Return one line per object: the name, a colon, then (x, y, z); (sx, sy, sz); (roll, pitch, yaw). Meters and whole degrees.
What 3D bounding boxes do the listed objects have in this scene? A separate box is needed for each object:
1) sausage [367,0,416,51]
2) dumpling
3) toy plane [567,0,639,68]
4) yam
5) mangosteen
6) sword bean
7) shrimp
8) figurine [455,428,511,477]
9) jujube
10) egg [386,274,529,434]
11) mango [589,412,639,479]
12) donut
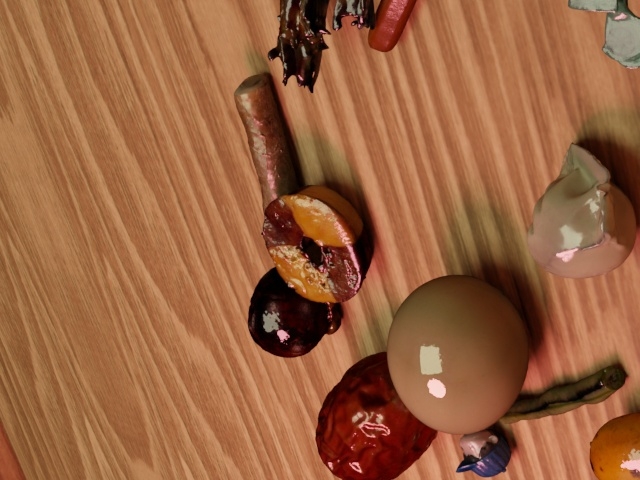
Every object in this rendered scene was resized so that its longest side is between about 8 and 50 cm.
sausage: (0.091, -0.284, 1.751); (0.041, 0.039, 0.131); (28, 146, 2)
dumpling: (0.294, -0.034, 1.632); (0.181, 0.111, 0.155); (-14, 74, 51)
toy plane: (0.279, -0.347, 1.380); (0.155, 0.106, 0.382); (11, 121, 37)
yam: (-0.068, -0.103, 2.122); (0.066, 0.066, 0.300); (18, 129, 48)
mangosteen: (-0.038, 0.111, 2.203); (0.152, 0.152, 0.153); (35, 142, 34)
sword bean: (0.309, 0.209, 1.872); (0.043, 0.038, 0.269); (62, 150, 2)
shrimp: (0.014, -0.319, 1.771); (0.178, 0.075, 0.289); (23, 110, 52)
figurine: (0.225, 0.272, 2.036); (0.077, 0.079, 0.136); (-28, 69, 62)
jujube: (0.087, 0.268, 2.113); (0.174, 0.174, 0.250); (52, 143, 12)
egg: (0.181, 0.153, 1.865); (0.186, 0.186, 0.242); (33, 149, 37)
mango: (0.406, 0.263, 1.731); (0.178, 0.090, 0.115); (-11, 116, 54)
donut: (0.000, 0.000, 2.073); (0.166, 0.073, 0.184); (-16, 109, 39)
